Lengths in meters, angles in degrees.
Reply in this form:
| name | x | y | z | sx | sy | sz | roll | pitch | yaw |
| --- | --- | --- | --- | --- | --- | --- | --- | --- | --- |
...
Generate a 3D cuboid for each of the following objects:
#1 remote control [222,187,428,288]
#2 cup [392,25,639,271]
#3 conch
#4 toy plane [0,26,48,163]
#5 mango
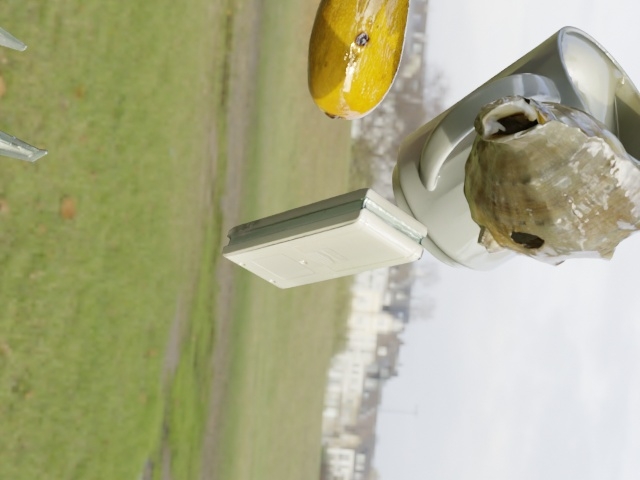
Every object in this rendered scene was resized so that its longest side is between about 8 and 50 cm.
| name | x | y | z | sx | sy | sz | roll | pitch | yaw |
| --- | --- | --- | --- | --- | --- | --- | --- | --- | --- |
| remote control | 0.000 | 0.000 | 1.445 | 0.277 | 0.103 | 0.055 | -14 | -128 | 50 |
| cup | 0.257 | -0.121 | 1.626 | 0.327 | 0.323 | 0.236 | -34 | -116 | 33 |
| conch | 0.272 | -0.061 | 1.306 | 0.324 | 0.263 | 0.186 | -4 | 104 | -59 |
| toy plane | -0.353 | -0.134 | 1.065 | 0.226 | 0.226 | 0.058 | -43 | -178 | 36 |
| mango | 0.060 | -0.318 | 1.683 | 0.177 | 0.120 | 0.294 | -5 | 112 | -64 |
